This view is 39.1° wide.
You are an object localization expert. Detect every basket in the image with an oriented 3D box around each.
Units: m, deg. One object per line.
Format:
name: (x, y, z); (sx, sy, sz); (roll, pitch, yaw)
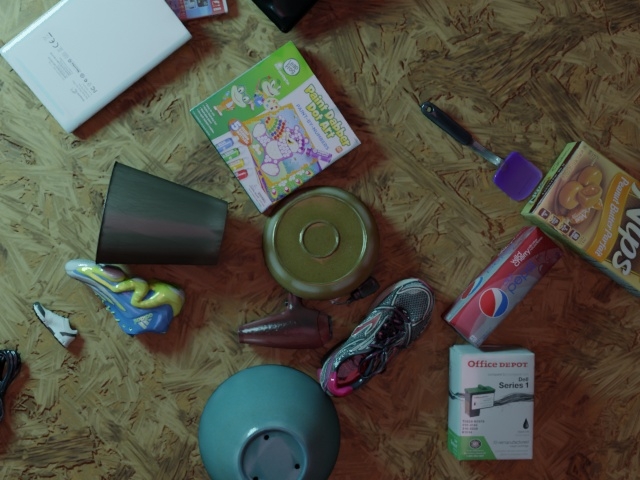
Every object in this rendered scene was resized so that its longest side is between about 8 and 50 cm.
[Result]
basket: (-0.301, -0.032, 1.736); (0.226, 0.154, 0.204); (11, 75, -9)

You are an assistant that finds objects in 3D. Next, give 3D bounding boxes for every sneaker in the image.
sneaker: (0.122, 0.203, 1.802); (0.121, 0.112, 0.299); (42, 88, -6)
sneaker: (-0.525, 0.160, 1.782); (0.044, 0.040, 0.109); (-43, 99, -18)
sneaker: (-0.392, 0.120, 1.762); (0.240, 0.091, 0.126); (17, 92, -7)

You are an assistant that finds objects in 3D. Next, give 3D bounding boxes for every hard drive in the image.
hard drive: (-0.431, -0.380, 1.738); (0.307, 0.040, 0.203); (-38, 104, 1)

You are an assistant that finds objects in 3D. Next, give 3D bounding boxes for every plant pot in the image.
plant pot: (0.000, 0.000, 1.782); (0.236, 0.032, 0.236); (0, 77, 2)
plant pot: (-0.095, 0.402, 1.749); (0.290, 0.195, 0.290); (0, 93, -5)

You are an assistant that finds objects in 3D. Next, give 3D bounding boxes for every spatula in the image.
spatula: (0.323, -0.189, 1.842); (0.296, 0.030, 0.084); (35, 91, -6)

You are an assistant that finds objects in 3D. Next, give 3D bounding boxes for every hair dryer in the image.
hair dryer: (-0.048, 0.113, 1.816); (0.293, 0.080, 0.223); (-43, 80, -7)

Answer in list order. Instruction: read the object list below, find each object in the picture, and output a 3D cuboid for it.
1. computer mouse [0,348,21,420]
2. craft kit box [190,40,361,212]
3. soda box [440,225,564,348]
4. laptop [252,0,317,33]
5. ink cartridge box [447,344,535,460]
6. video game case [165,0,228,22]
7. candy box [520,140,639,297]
computer mouse: (-0.740, 0.267, 1.753); (0.272, 0.072, 0.189); (20, 89, -18)
craft kit box: (-0.089, -0.224, 1.793); (0.246, 0.061, 0.250); (-36, 95, -5)
soda box: (0.367, 0.091, 1.828); (0.083, 0.092, 0.263); (43, 89, -4)
laptop: (-0.041, -0.701, 1.779); (0.382, 0.236, 0.408); (45, 113, -5)
ink cartridge box: (0.347, 0.327, 1.836); (0.160, 0.092, 0.220); (0, 93, -6)
video game case: (-0.340, -0.521, 1.770); (0.285, 0.025, 0.204); (-12, 93, -4)
candy box: (0.595, -0.040, 1.845); (0.316, 0.087, 0.183); (35, 89, -5)
